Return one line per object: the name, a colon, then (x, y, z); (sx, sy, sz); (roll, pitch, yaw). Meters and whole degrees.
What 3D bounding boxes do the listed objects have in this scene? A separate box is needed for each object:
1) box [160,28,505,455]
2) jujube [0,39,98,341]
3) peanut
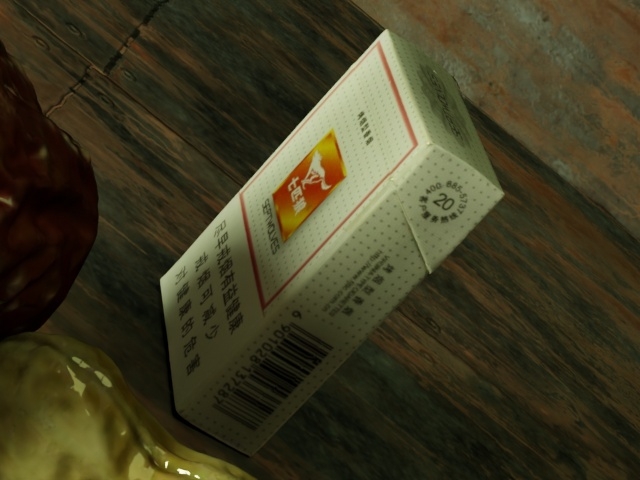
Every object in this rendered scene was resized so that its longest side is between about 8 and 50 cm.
box: (0.000, 0.000, 1.551); (0.095, 0.330, 0.210); (32, 22, -26)
jujube: (-0.304, -0.035, 1.206); (0.276, 0.276, 0.377); (46, 8, 11)
peanut: (-0.120, 0.183, 1.230); (0.305, 0.147, 0.147); (40, 20, 0)
